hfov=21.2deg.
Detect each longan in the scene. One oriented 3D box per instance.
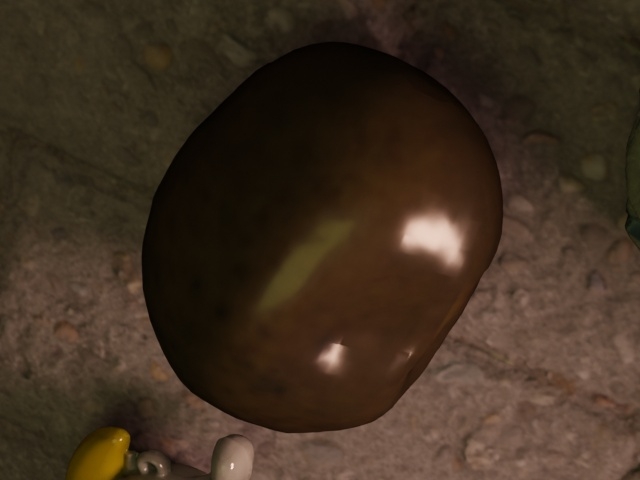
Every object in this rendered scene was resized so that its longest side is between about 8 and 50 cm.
[{"bbox_3d":[0.000,0.000,1.406,0.288,0.288,0.350,38,122,-1],"label":"longan"}]

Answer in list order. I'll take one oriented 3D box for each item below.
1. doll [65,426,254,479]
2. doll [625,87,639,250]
[{"bbox_3d":[-0.163,0.286,1.713,0.252,0.111,0.237,5,117,30],"label":"doll"},{"bbox_3d":[0.295,-0.060,1.368,0.103,0.071,0.214,8,115,17],"label":"doll"}]
